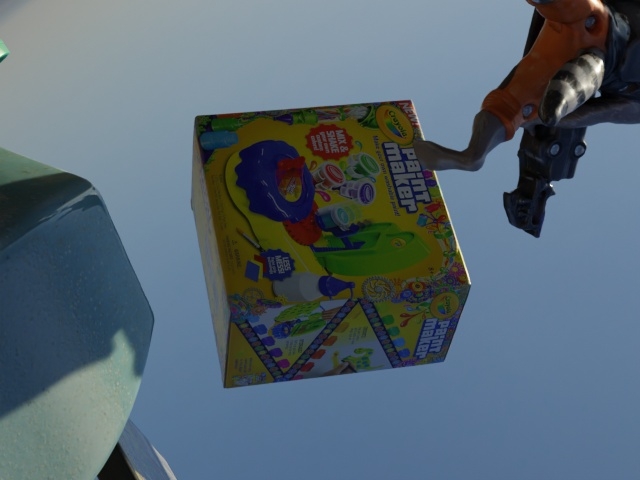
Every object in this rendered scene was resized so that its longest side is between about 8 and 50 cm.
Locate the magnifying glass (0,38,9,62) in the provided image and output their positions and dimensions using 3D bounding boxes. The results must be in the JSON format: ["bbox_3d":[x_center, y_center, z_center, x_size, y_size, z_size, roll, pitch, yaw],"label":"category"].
[{"bbox_3d":[-0.329,-0.096,0.989,0.231,0.026,0.092,-31,-166,35],"label":"magnifying glass"}]

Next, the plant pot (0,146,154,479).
[{"bbox_3d":[-0.269,0.066,0.906,0.248,0.247,0.252,20,-130,38],"label":"plant pot"}]

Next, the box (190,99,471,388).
[{"bbox_3d":[0.000,0.000,1.519,0.279,0.177,0.289,-6,-126,-12],"label":"box"}]

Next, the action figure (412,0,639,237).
[{"bbox_3d":[0.241,-0.130,1.154,0.330,0.341,0.179,-16,-148,-39],"label":"action figure"}]

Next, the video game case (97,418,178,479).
[{"bbox_3d":[-0.170,0.259,1.255,0.035,0.248,0.275,-35,-134,-6],"label":"video game case"}]
